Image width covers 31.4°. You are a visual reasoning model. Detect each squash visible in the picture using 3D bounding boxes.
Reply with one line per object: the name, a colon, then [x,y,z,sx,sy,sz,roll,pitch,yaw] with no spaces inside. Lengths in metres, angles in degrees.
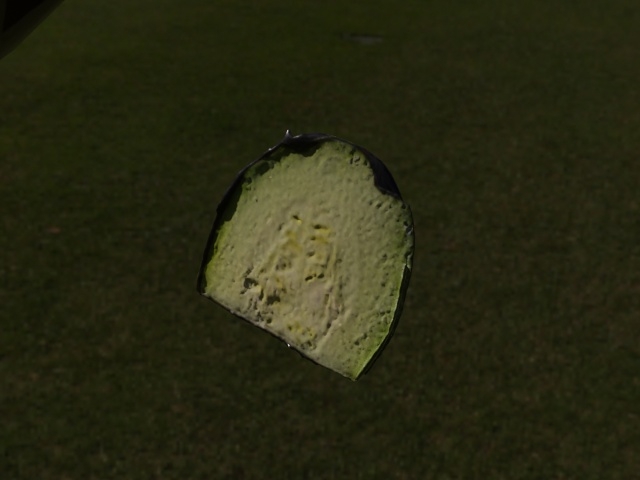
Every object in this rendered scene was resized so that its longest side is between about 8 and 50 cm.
squash: [0.009,0.001,0.985,0.192,0.184,0.085,29,14,20]

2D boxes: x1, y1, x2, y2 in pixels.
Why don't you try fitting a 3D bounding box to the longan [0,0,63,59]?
longan: [-0.273,-0.266,0.695,0.336,0.404,0.404,35,27,12]
